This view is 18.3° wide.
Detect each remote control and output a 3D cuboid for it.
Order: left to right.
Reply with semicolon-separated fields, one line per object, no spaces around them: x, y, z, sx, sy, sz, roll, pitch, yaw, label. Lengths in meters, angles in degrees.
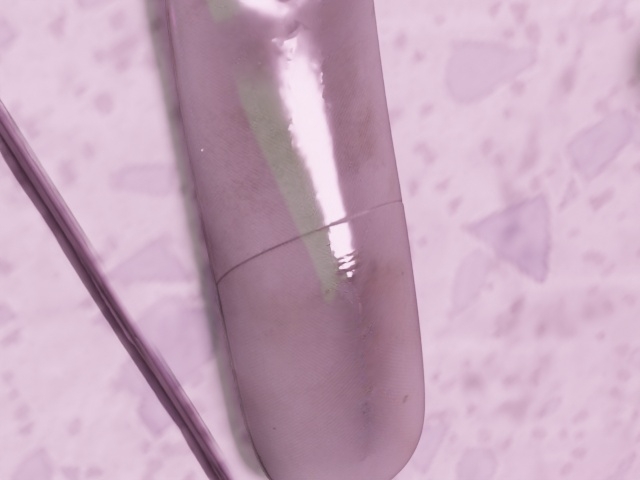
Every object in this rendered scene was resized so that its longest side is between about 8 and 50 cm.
0.000;0.000;0.678;0.073;0.044;0.229;-19;123;-17;remote control
